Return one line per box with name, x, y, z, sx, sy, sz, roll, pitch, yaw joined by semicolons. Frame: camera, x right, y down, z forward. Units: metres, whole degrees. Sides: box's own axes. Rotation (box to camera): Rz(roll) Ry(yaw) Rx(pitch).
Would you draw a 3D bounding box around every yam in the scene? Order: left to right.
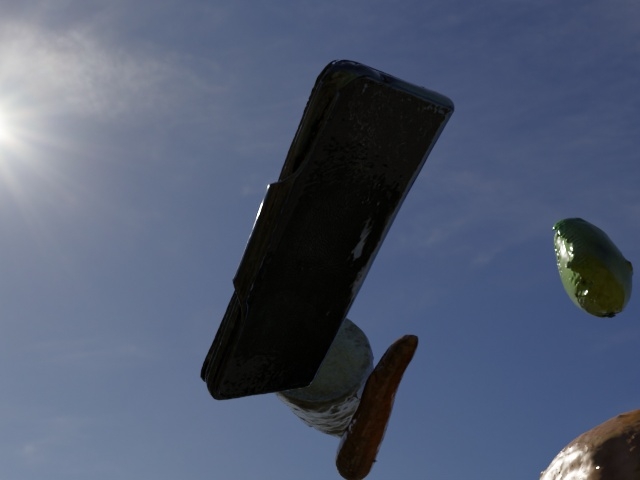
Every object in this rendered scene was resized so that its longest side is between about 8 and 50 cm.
yam;0.017;0.191;1.044;0.133;0.133;0.330;4;-25;13

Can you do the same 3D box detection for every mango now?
mango;0.416;0.036;1.222;0.100;0.178;0.119;-18;-40;3

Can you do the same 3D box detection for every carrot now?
carrot;0.062;0.181;0.874;0.047;0.047;0.191;17;-73;-7

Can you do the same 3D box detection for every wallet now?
wallet;0.000;0.000;0.716;0.045;0.318;0.172;35;20;34

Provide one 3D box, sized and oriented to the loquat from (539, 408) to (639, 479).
loquat;0.379;0.330;0.822;0.328;0.328;0.328;8;-35;6
